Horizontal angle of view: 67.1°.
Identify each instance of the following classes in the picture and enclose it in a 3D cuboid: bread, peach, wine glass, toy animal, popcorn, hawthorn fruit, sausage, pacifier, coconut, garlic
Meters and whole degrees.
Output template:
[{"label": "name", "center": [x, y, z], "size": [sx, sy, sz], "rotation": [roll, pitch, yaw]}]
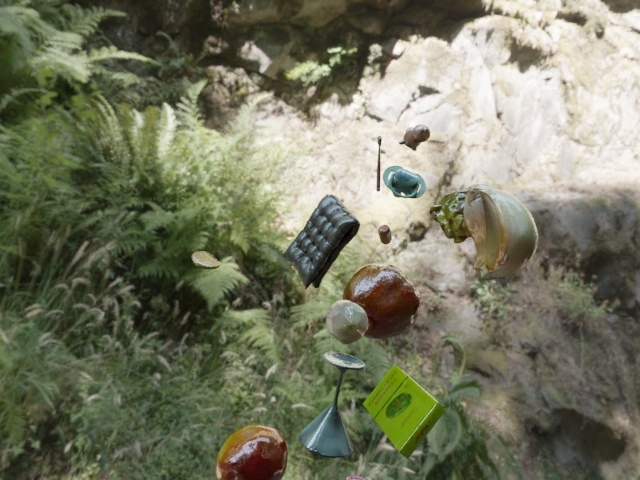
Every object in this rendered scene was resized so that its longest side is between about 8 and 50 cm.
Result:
[{"label": "bread", "center": [-0.422, 0.074, 1.776], "size": [0.109, 0.025, 0.110], "rotation": [20, 21, -8]}, {"label": "peach", "center": [-0.293, 0.937, 2.041], "size": [0.307, 0.308, 0.332], "rotation": [17, -1, 13]}, {"label": "wine glass", "center": [0.069, 0.739, 2.207], "size": [0.266, 0.407, 0.267], "rotation": [13, 3, -1]}, {"label": "toy animal", "center": [0.355, -0.387, 1.792], "size": [0.083, 0.089, 0.150], "rotation": [38, -22, -5]}, {"label": "popcorn", "center": [0.515, -0.089, 1.771], "size": [0.170, 0.189, 0.218], "rotation": [56, 6, -26]}, {"label": "hawthorn fruit", "center": [0.295, 0.329, 2.444], "size": [0.402, 0.403, 0.403], "rotation": [19, -10, 3]}, {"label": "sausage", "center": [0.173, -0.015, 1.296], "size": [0.034, 0.034, 0.083], "rotation": [16, -19, 19]}, {"label": "pacifier", "center": [0.269, -0.177, 1.602], "size": [0.150, 0.127, 0.117], "rotation": [20, -32, -2]}, {"label": "coconut", "center": [0.100, 0.320, 1.876], "size": [0.170, 0.171, 0.183], "rotation": [20, 4, -5]}, {"label": "garlic", "center": [0.558, -0.034, 1.522], "size": [0.249, 0.314, 0.286], "rotation": [-3, -5, 34]}]

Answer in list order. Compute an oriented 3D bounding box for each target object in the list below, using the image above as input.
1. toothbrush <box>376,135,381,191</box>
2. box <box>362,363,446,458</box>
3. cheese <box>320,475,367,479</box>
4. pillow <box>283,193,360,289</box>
[{"label": "toothbrush", "center": [0.254, -0.325, 2.097], "size": [0.020, 0.025, 0.287], "rotation": [-2, -47, 3]}, {"label": "box", "center": [0.258, 0.535, 1.554], "size": [0.047, 0.187, 0.335], "rotation": [42, -5, -13]}, {"label": "cheese", "center": [0.114, 1.053, 2.070], "size": [0.243, 0.062, 0.155], "rotation": [1, -9, 6]}, {"label": "pillow", "center": [0.000, 0.000, 1.842], "size": [0.101, 0.327, 0.228], "rotation": [19, 22, -39]}]
